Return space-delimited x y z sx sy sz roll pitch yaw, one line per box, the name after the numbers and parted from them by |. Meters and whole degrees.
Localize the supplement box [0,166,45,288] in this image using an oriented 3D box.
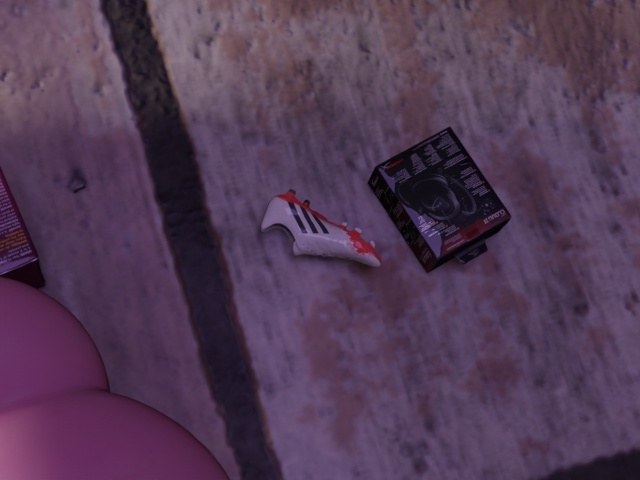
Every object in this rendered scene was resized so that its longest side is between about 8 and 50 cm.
-0.204 -0.009 0.791 0.043 0.055 0.083 -22 75 -15 | supplement box

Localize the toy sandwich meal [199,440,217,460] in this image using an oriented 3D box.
-0.096 0.154 0.765 0.085 0.029 0.086 3 63 -6 | toy sandwich meal

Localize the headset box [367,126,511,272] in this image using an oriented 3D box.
0.081 -0.024 0.856 0.062 0.032 0.083 -30 78 -17 | headset box

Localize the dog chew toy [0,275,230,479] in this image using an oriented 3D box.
-0.183 0.114 0.666 0.206 0.207 0.332 -33 68 -19 | dog chew toy

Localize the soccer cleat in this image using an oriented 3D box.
0.000 0.000 0.838 0.083 0.029 0.036 32 77 6 | soccer cleat
